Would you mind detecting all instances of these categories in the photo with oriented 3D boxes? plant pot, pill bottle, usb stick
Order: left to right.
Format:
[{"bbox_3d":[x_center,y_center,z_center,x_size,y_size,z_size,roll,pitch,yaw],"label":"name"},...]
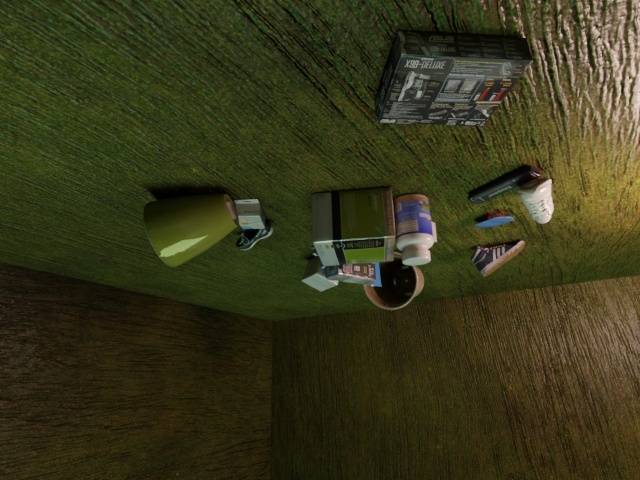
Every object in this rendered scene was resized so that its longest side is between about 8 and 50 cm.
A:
[{"bbox_3d":[-0.484,-0.073,1.584,0.294,0.274,0.274,-20,157,3],"label":"plant pot"},{"bbox_3d":[0.468,0.242,2.411,0.334,0.333,0.306,-14,167,29],"label":"plant pot"},{"bbox_3d":[0.382,-0.041,1.651,0.153,0.271,0.152,-2,160,-1],"label":"pill bottle"},{"bbox_3d":[0.699,-0.209,1.548,0.077,0.045,0.278,10,157,-31],"label":"usb stick"}]

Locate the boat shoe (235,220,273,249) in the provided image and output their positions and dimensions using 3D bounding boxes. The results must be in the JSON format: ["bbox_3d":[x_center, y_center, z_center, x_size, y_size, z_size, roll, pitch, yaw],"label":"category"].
[{"bbox_3d":[-0.330,-0.023,1.901,0.255,0.095,0.079,-22,153,40],"label":"boat shoe"}]

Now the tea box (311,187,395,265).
[{"bbox_3d":[0.145,-0.045,1.699,0.324,0.219,0.329,-3,160,6],"label":"tea box"}]

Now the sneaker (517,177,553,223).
[{"bbox_3d":[0.826,-0.146,1.507,0.114,0.152,0.305,-20,167,33],"label":"sneaker"}]

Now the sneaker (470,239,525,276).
[{"bbox_3d":[0.976,0.058,2.239,0.282,0.153,0.099,-40,145,11],"label":"sneaker"}]

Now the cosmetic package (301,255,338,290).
[{"bbox_3d":[0.012,0.185,2.345,0.151,0.151,0.184,31,148,-20],"label":"cosmetic package"}]

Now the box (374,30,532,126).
[{"bbox_3d":[0.310,-0.388,0.999,0.308,0.076,0.242,0,159,-5],"label":"box"}]

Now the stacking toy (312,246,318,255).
[{"bbox_3d":[0.086,0.056,2.204,0.221,0.052,0.167,17,153,-41],"label":"stacking toy"}]

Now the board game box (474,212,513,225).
[{"bbox_3d":[0.808,-0.099,1.875,0.133,0.033,0.169,3,165,-25],"label":"board game box"}]

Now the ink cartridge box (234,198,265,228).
[{"bbox_3d":[-0.302,-0.109,1.719,0.105,0.061,0.181,-2,159,1],"label":"ink cartridge box"}]

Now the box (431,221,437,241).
[{"bbox_3d":[0.485,-0.037,1.913,0.087,0.101,0.101,19,152,-39],"label":"box"}]

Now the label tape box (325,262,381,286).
[{"bbox_3d":[0.191,0.084,2.002,0.348,0.248,0.115,11,156,-31],"label":"label tape box"}]

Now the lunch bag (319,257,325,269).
[{"bbox_3d":[0.113,0.108,2.165,0.219,0.090,0.176,-16,155,22],"label":"lunch bag"}]
